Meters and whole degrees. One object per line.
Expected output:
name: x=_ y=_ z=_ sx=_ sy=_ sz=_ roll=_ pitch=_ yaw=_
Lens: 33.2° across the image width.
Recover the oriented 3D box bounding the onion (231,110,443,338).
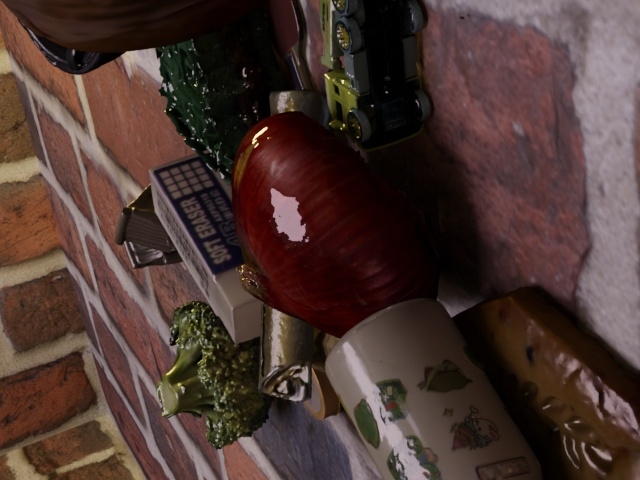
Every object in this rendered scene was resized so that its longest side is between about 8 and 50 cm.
onion: x=0.010 y=-0.005 z=0.976 sx=0.248 sy=0.161 sz=0.248 roll=31 pitch=169 yaw=7

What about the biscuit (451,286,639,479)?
biscuit: x=0.199 y=0.208 z=0.892 sx=0.359 sy=0.046 sz=0.359 roll=51 pitch=151 yaw=42

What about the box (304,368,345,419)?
box: x=-0.003 y=0.181 z=1.400 sx=0.105 sy=0.037 sz=0.106 roll=52 pitch=154 yaw=39

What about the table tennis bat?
table tennis bat: x=-0.035 y=-0.219 z=1.147 sx=0.095 sy=0.014 sz=0.158 roll=-25 pitch=83 yaw=68

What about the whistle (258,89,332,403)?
whistle: x=-0.029 y=0.007 z=1.121 sx=0.068 sy=0.057 sz=0.327 roll=7 pitch=97 yaw=40

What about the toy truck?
toy truck: x=0.036 y=-0.170 z=0.916 sx=0.100 sy=0.077 sz=0.169 roll=41 pitch=146 yaw=52

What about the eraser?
eraser: x=-0.115 y=-0.004 z=1.394 sx=0.279 sy=0.124 sz=0.081 roll=54 pitch=155 yaw=38

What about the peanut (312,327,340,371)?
peanut: x=0.036 y=0.099 z=1.151 sx=0.099 sy=0.090 sz=0.214 roll=-66 pitch=22 yaw=-9

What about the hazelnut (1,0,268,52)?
hazelnut: x=-0.129 y=-0.313 z=0.857 sx=0.315 sy=0.372 sz=0.372 roll=37 pitch=154 yaw=6

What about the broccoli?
broccoli: x=-0.160 y=0.208 z=1.630 sx=0.226 sy=0.176 sz=0.198 roll=-57 pitch=48 yaw=21

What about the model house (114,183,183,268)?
model house: x=-0.210 y=-0.011 z=1.583 sx=0.229 sy=0.188 sz=0.122 roll=121 pitch=142 yaw=-64

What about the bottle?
bottle: x=0.107 y=0.178 z=0.860 sx=0.253 sy=0.120 sz=0.120 roll=62 pitch=158 yaw=25

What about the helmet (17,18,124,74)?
helmet: x=-0.326 y=-0.382 z=1.538 sx=0.230 sy=0.160 sz=0.279 roll=41 pitch=133 yaw=23

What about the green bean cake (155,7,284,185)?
green bean cake: x=-0.106 y=-0.191 z=1.186 sx=0.193 sy=0.107 sz=0.208 roll=53 pitch=151 yaw=41
